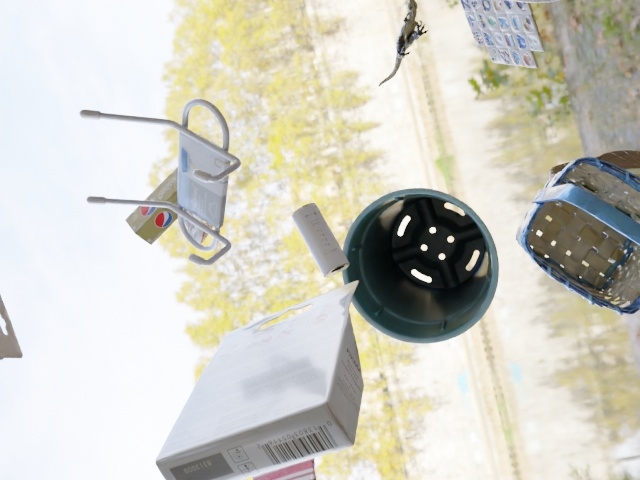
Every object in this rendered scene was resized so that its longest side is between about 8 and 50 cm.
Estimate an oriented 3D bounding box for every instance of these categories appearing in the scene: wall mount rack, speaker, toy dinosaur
[{"bbox_3d":[-0.297,-0.115,1.336,0.130,0.304,0.350,-40,-28,-44],"label":"wall mount rack"},{"bbox_3d":[0.000,0.000,1.314,0.136,0.055,0.055,61,-175,15],"label":"speaker"},{"bbox_3d":[0.234,-0.547,1.947,0.118,0.064,0.268,-131,60,-71],"label":"toy dinosaur"}]

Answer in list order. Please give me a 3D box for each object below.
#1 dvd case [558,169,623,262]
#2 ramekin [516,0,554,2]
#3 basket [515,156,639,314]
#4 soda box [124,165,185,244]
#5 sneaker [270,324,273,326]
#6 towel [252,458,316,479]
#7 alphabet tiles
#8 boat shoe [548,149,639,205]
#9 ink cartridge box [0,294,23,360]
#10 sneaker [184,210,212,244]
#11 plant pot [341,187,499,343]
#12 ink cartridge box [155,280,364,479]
[{"bbox_3d":[0.629,-0.044,1.539,0.018,0.221,0.164,-22,-47,-63],"label":"dvd case"},{"bbox_3d":[0.302,-0.513,1.167,0.277,0.277,0.135,-92,10,-50],"label":"ramekin"},{"bbox_3d":[0.432,-0.010,1.074,0.255,0.201,0.289,33,-174,-4],"label":"basket"},{"bbox_3d":[-0.333,-0.081,1.531,0.061,0.181,0.058,44,179,40],"label":"soda box"},{"bbox_3d":[-0.067,0.405,1.922,0.137,0.210,0.366,-77,-3,-62],"label":"sneaker"},{"bbox_3d":[-0.075,0.459,1.458,0.029,0.144,0.197,53,-158,-43],"label":"towel"},{"bbox_3d":[0.526,-0.643,2.075,0.285,0.011,0.342,61,171,-26],"label":"alphabet tiles"},{"bbox_3d":[0.682,-0.149,1.683,0.104,0.285,0.089,-100,1,-61],"label":"boat shoe"},{"bbox_3d":[-0.432,0.103,0.797,0.104,0.061,0.181,63,-170,15],"label":"ink cartridge box"},{"bbox_3d":[-0.339,-0.068,1.937,0.225,0.092,0.088,109,-173,-51],"label":"sneaker"},{"bbox_3d":[0.254,0.030,1.666,0.334,0.341,0.341,-30,-72,-71],"label":"plant pot"},{"bbox_3d":[-0.073,0.236,1.197,0.091,0.308,0.385,61,-160,-16],"label":"ink cartridge box"}]
